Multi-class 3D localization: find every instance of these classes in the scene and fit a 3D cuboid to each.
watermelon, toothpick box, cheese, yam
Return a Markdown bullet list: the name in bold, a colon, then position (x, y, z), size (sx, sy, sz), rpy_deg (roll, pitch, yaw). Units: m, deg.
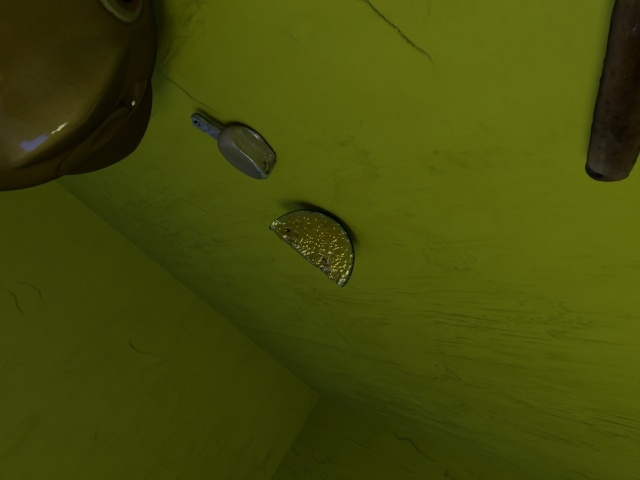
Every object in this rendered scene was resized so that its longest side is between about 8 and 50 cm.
- **watermelon**: position (0.005, -0.007, 0.899), size (0.181, 0.092, 0.075), rpy_deg (41, 144, 8)
- **toothpick box**: position (-0.417, -0.273, 0.574), size (0.425, 0.408, 0.409), rpy_deg (42, 156, -13)
- **cheese**: position (-0.154, -0.173, 0.840), size (0.171, 0.047, 0.092), rpy_deg (40, 156, -11)
- **yam**: position (0.241, -0.144, 0.362), size (0.046, 0.046, 0.264), rpy_deg (21, 154, 31)
